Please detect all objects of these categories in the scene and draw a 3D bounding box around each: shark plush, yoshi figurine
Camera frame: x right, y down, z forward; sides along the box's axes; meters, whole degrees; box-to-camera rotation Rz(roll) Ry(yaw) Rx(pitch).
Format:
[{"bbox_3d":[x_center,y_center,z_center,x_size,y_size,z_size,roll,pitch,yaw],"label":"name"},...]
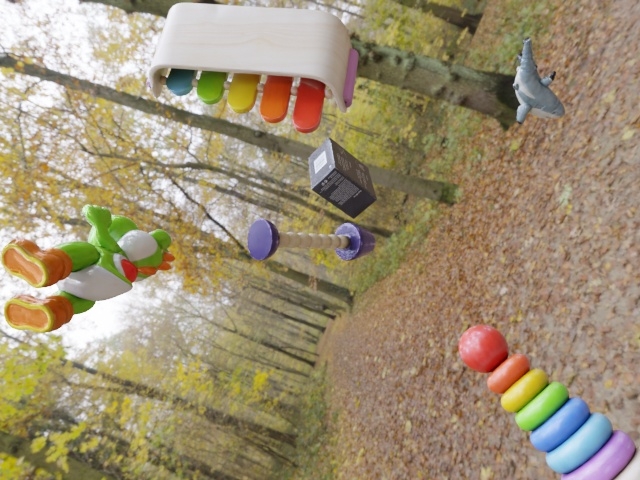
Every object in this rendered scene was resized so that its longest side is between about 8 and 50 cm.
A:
[{"bbox_3d":[0.385,-0.285,0.714,0.073,0.067,0.161,-46,-55,-29],"label":"shark plush"},{"bbox_3d":[-0.471,0.036,0.835,0.204,0.202,0.362,-29,4,19],"label":"yoshi figurine"}]

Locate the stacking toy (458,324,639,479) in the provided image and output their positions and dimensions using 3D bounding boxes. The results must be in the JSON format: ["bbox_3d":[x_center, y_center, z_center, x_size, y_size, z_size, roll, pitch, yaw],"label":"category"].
[{"bbox_3d":[0.376,0.285,0.703,0.141,0.330,0.141,-30,-33,-22],"label":"stacking toy"}]

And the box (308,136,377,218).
[{"bbox_3d":[0.056,-0.167,1.083,0.093,0.158,0.155,-42,33,28],"label":"box"}]

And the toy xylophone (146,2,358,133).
[{"bbox_3d":[-0.096,-0.295,0.603,0.081,0.323,0.236,82,-157,-70],"label":"toy xylophone"}]

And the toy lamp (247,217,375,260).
[{"bbox_3d":[0.000,0.000,0.753,0.275,0.080,0.080,2,-65,-45],"label":"toy lamp"}]
